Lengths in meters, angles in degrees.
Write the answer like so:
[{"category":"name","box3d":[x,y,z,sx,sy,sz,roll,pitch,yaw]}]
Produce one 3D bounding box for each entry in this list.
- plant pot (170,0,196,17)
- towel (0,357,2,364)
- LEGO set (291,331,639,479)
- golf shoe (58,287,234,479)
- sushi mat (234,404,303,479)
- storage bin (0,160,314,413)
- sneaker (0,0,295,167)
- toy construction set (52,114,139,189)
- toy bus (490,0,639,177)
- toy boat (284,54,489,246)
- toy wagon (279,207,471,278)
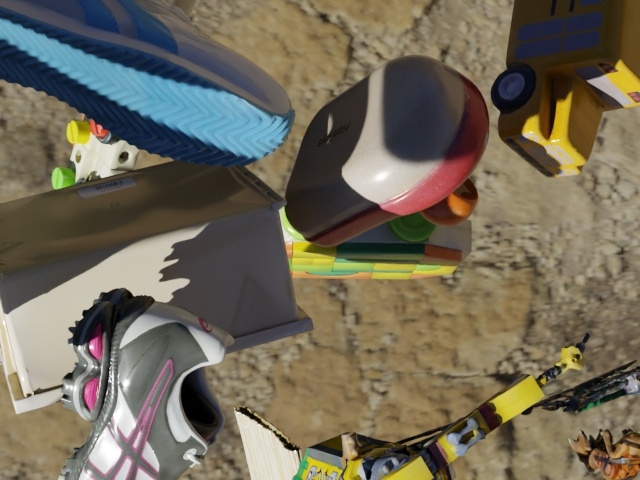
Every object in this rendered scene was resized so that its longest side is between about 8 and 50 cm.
[{"category":"plant pot","box3d":[-0.288,-0.444,1.942,0.334,0.334,0.305,42,111,20]},{"category":"towel","box3d":[-0.413,0.085,1.719,0.197,0.029,0.144,-25,70,49]},{"category":"LEGO set","box3d":[0.162,0.163,0.601,0.192,0.331,0.255,171,91,-69]},{"category":"golf shoe","box3d":[-0.143,0.173,1.044,0.120,0.105,0.273,11,117,7]},{"category":"sushi mat","box3d":[-0.046,0.378,1.742,0.151,0.019,0.316,26,133,54]},{"category":"storage bin","box3d":[-0.179,0.020,1.202,0.262,0.260,0.123,-15,110,-15]},{"category":"sneaker","box3d":[-0.114,-0.118,0.715,0.229,0.087,0.092,25,57,2]},{"category":"toy construction set","box3d":[-0.282,-0.146,1.668,0.215,0.151,0.327,45,137,43]},{"category":"toy bus","box3d":[0.265,-0.235,1.302,0.130,0.108,0.332,-5,65,37]},{"category":"toy boat","box3d":[0.079,-0.063,1.181,0.231,0.151,0.151,-25,42,58]},{"category":"toy wagon","box3d":[0.000,0.000,1.547,0.344,0.267,0.068,0,80,-2]}]
